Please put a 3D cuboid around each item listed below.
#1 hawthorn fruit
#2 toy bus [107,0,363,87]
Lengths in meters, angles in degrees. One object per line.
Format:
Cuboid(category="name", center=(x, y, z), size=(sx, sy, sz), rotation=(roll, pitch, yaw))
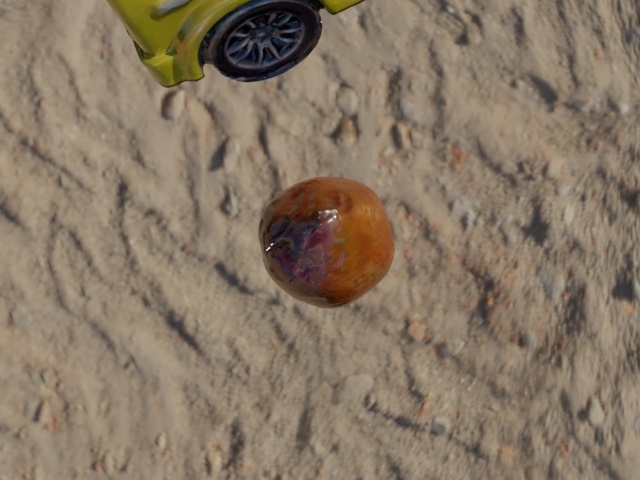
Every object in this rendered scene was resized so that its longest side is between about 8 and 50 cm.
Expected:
Cuboid(category="hawthorn fruit", center=(0.000, 0.000, 0.627), size=(0.081, 0.093, 0.081), rotation=(-2, 85, 17))
Cuboid(category="toy bus", center=(0.037, -0.209, 0.484), size=(0.331, 0.151, 0.145), rotation=(-26, 65, 5))
